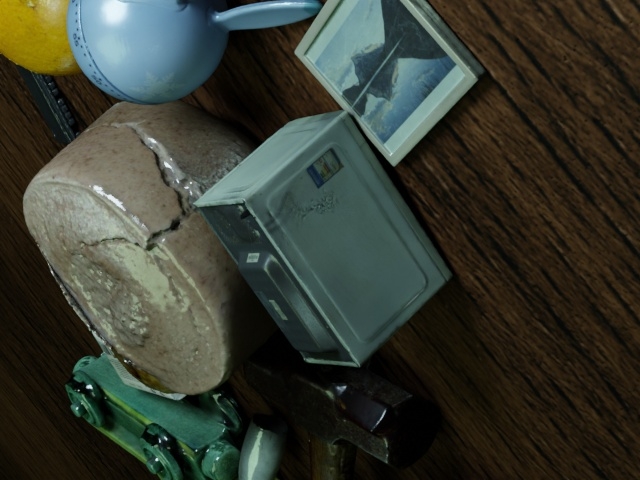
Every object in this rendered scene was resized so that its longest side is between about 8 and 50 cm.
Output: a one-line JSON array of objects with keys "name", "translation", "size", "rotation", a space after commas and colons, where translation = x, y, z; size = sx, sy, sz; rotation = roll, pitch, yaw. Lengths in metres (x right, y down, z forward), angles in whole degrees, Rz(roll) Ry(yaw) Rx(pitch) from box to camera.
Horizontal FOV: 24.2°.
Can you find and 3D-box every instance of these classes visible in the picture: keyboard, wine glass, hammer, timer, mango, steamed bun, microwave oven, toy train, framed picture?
[{"name": "keyboard", "translation": [-0.376, -0.226, 1.925], "size": [0.072, 0.023, 0.231], "rotation": [15, 136, 60]}, {"name": "wine glass", "translation": [-0.088, 0.330, 2.021], "size": [0.066, 0.066, 0.198], "rotation": [30, 114, 37]}, {"name": "hammer", "translation": [0.013, 0.298, 1.787], "size": [0.242, 0.095, 0.408], "rotation": [30, 132, 36]}, {"name": "timer", "translation": [-0.135, -0.234, 1.430], "size": [0.255, 0.175, 0.175], "rotation": [-35, 93, 36]}, {"name": "mango", "translation": [-0.280, -0.297, 1.556], "size": [0.187, 0.138, 0.257], "rotation": [52, 146, 23]}, {"name": "steamed bun", "translation": [-0.143, -0.017, 1.568], "size": [0.301, 0.251, 0.199], "rotation": [48, 145, -2]}, {"name": "microwave oven", "translation": [0.000, 0.000, 1.455], "size": [0.205, 0.163, 0.129], "rotation": [57, 156, -16]}, {"name": "toy train", "translation": [-0.223, 0.286, 2.189], "size": [0.369, 0.150, 0.237], "rotation": [27, 150, 44]}, {"name": "framed picture", "translation": [0.056, -0.160, 1.330], "size": [0.150, 0.015, 0.203], "rotation": [50, 154, 2]}]

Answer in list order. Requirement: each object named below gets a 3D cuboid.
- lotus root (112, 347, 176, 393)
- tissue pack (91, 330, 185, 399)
[{"name": "lotus root", "translation": [-0.181, 0.047, 1.771], "size": [0.193, 0.193, 0.291], "rotation": [21, 145, 46]}, {"name": "tissue pack", "translation": [-0.225, 0.145, 2.053], "size": [0.149, 0.099, 0.106], "rotation": [8, 132, 54]}]
